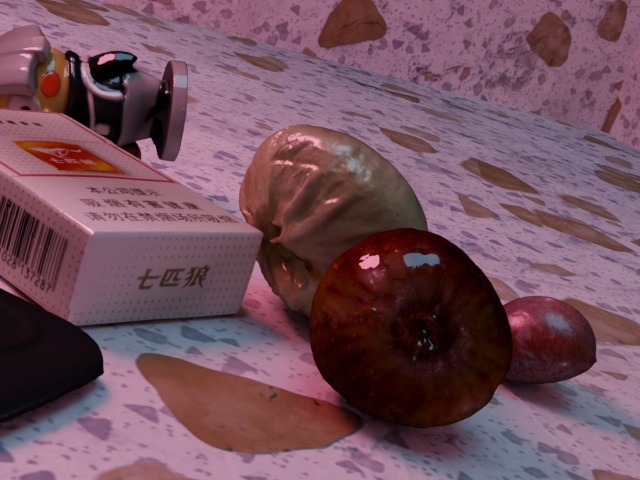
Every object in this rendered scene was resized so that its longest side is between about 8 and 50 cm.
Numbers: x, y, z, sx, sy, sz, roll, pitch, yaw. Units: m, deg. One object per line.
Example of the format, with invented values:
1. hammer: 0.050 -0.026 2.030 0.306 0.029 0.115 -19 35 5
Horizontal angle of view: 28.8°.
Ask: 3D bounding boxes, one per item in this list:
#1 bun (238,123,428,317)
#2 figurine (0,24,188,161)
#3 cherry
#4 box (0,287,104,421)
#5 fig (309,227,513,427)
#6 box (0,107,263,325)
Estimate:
1. bun: 0.000 0.000 1.190 0.222 0.222 0.127 24 53 18
2. figurine: -0.280 -0.151 1.425 0.236 0.176 0.133 6 36 -17
3. cherry: 0.183 0.095 1.279 0.225 0.090 0.107 9 21 41
4. box: -0.279 0.067 0.898 0.212 0.042 0.201 24 14 15
5. fig: 0.069 0.074 1.091 0.175 0.175 0.207 16 1 -10
6. box: -0.245 -0.034 1.187 0.330 0.095 0.210 29 18 37
